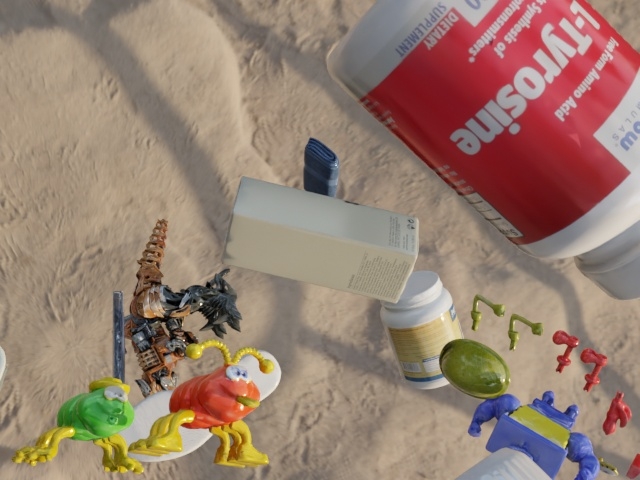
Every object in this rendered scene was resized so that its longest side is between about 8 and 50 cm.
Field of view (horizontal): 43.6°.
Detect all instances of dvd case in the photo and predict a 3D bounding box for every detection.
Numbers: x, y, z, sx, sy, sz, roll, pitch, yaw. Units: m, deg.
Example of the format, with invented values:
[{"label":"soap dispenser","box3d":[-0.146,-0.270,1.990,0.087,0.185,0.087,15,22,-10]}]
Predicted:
[{"label":"dvd case","box3d":[-0.284,0.186,1.127,0.018,0.221,0.164,0,66,-15]}]

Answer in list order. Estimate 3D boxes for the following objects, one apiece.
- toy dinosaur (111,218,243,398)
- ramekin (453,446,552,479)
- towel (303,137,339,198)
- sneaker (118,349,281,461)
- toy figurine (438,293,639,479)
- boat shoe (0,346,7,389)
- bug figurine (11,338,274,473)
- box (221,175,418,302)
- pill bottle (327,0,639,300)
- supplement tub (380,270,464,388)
[{"label":"toy dinosaur","box3d":[-0.268,0.129,1.455,0.219,0.164,0.321,-3,101,-21]},{"label":"ramekin","box3d":[0.148,0.291,0.769,0.207,0.207,0.109,-29,65,-18]},{"label":"towel","box3d":[0.003,-0.111,1.304,0.067,0.119,0.029,39,63,19]},{"label":"sneaker","box3d":[-0.151,0.207,0.985,0.212,0.094,0.080,-23,85,-21]},{"label":"toy figurine","box3d":[0.315,0.256,1.212,0.363,0.191,0.217,30,29,23]},{"label":"boat shoe","box3d":[-0.572,0.302,1.210,0.116,0.099,0.319,23,53,-8]},{"label":"bug figurine","box3d":[-0.179,0.098,0.519,0.279,0.216,0.072,20,60,-35]},{"label":"box","box3d":[0.000,0.000,1.191,0.275,0.113,0.094,15,42,-5]},{"label":"pill bottle","box3d":[0.225,-0.130,0.839,0.408,0.229,0.229,41,73,-8]},{"label":"supplement tub","box3d":[0.202,0.175,1.579,0.144,0.144,0.199,-26,109,-19]}]
